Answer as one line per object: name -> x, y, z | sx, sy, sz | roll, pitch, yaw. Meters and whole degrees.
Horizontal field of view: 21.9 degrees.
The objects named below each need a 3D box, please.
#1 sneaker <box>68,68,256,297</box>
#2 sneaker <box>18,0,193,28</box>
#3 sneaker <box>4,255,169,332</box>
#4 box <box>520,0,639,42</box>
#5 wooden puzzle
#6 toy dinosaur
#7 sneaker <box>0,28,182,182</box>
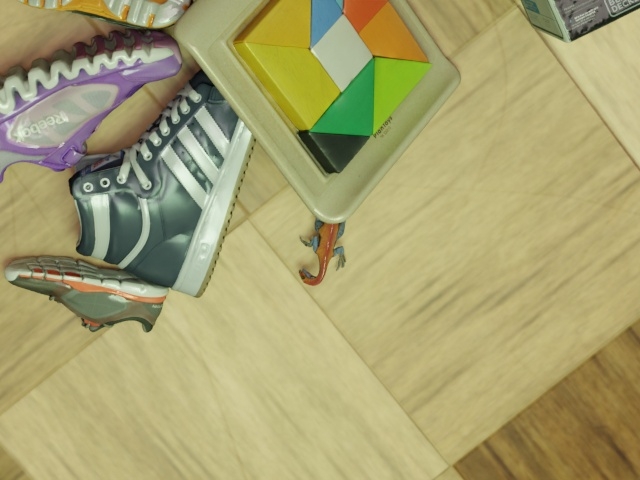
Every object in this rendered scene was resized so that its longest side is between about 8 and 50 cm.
sneaker -> -0.143, -0.095, 1.546 | 0.153, 0.099, 0.282 | 16, 102, -10
sneaker -> -0.215, -0.240, 1.523 | 0.214, 0.083, 0.084 | 22, 94, 8
sneaker -> -0.227, 0.058, 1.589 | 0.157, 0.061, 0.065 | 11, 106, -8
box -> 0.188, -0.333, 1.500 | 0.087, 0.169, 0.290 | -25, 104, 2
wooden puzzle -> 0.008, -0.170, 1.509 | 0.239, 0.044, 0.221 | 50, 62, -20
toy dinosaur -> 0.000, 0.000, 1.598 | 0.047, 0.090, 0.082 | 9, 68, 7
sneaker -> -0.234, -0.121, 1.539 | 0.236, 0.095, 0.105 | -19, 108, 4
